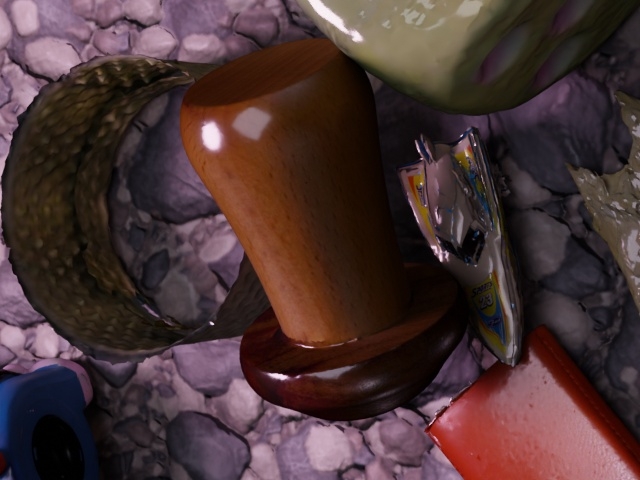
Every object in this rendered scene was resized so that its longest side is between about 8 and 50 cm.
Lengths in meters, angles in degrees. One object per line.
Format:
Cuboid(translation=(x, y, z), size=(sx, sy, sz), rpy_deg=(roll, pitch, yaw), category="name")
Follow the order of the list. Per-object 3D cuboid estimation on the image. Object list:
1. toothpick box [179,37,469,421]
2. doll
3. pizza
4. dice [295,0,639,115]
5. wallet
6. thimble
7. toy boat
Cuboid(translation=(0.000, 0.000, 1.534), size=(0.192, 0.192, 0.294), rpy_deg=(-6, 115, 30), category="toothpick box")
Cuboid(translation=(-0.372, 0.240, 1.830), size=(0.310, 0.240, 0.284), rpy_deg=(-18, 69, 24), category="doll")
Cuboid(translation=(0.297, -0.009, 1.539), size=(0.181, 0.034, 0.262), rpy_deg=(-40, 73, 26), category="pizza")
Cuboid(translation=(0.117, -0.262, 1.506), size=(0.252, 0.250, 0.254), rpy_deg=(49, 114, 20), category="dice")
Cuboid(translation=(0.196, 0.190, 1.600), size=(0.142, 0.045, 0.204), rpy_deg=(-45, 72, 21), category="wallet")
Cuboid(translation=(-0.137, -0.029, 1.722), size=(0.271, 0.150, 0.270), rpy_deg=(1, 93, 31), category="thimble")
Cuboid(translation=(0.130, 0.007, 1.608), size=(0.084, 0.066, 0.210), rpy_deg=(-27, 70, 28), category="toy boat")
